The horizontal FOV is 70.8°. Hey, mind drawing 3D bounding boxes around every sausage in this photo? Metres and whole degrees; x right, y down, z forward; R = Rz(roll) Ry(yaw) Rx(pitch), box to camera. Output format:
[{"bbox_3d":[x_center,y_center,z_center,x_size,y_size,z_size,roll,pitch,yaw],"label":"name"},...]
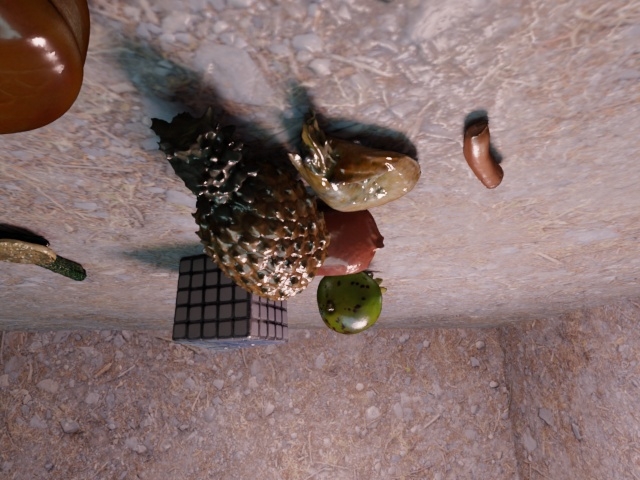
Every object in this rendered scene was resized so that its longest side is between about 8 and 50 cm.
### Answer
[{"bbox_3d":[0.000,0.000,0.898,0.255,0.148,0.148,-5,162,16],"label":"sausage"},{"bbox_3d":[0.248,-0.125,0.684,0.047,0.040,0.177,-10,159,28],"label":"sausage"}]

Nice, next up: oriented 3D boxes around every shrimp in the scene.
[{"bbox_3d":[0.058,-0.110,0.679,0.168,0.077,0.317,-18,162,16],"label":"shrimp"}]

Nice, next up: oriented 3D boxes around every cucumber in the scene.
[{"bbox_3d":[-0.679,-0.002,1.006,0.133,0.032,0.032,12,158,-39],"label":"cucumber"},{"bbox_3d":[-0.695,0.060,1.181,0.044,0.043,0.256,-7,161,2],"label":"cucumber"}]

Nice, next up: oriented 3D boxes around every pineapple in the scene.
[{"bbox_3d":[-0.119,-0.047,0.666,0.202,0.201,0.362,-7,154,17],"label":"pineapple"}]

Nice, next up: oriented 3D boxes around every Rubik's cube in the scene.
[{"bbox_3d":[-0.239,0.172,1.255,0.237,0.238,0.237,-10,160,20],"label":"Rubik's cube"}]

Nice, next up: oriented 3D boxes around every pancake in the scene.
[{"bbox_3d":[-0.673,0.027,1.001,0.152,0.025,0.151,-1,163,0],"label":"pancake"}]

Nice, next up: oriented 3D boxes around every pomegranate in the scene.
[{"bbox_3d":[0.104,0.177,1.383,0.263,0.210,0.211,-12,175,-46],"label":"pomegranate"}]

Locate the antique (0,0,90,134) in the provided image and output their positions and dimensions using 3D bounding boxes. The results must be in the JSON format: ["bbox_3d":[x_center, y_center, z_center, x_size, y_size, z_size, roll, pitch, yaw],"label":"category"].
[{"bbox_3d":[-0.301,-0.173,0.336,0.224,0.128,0.278,14,157,-41],"label":"antique"}]
